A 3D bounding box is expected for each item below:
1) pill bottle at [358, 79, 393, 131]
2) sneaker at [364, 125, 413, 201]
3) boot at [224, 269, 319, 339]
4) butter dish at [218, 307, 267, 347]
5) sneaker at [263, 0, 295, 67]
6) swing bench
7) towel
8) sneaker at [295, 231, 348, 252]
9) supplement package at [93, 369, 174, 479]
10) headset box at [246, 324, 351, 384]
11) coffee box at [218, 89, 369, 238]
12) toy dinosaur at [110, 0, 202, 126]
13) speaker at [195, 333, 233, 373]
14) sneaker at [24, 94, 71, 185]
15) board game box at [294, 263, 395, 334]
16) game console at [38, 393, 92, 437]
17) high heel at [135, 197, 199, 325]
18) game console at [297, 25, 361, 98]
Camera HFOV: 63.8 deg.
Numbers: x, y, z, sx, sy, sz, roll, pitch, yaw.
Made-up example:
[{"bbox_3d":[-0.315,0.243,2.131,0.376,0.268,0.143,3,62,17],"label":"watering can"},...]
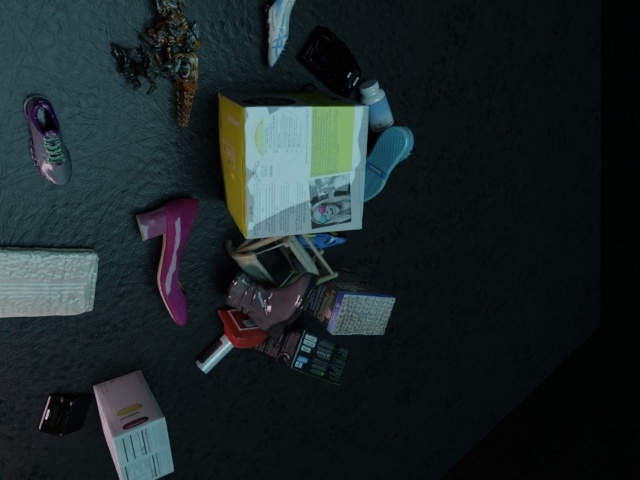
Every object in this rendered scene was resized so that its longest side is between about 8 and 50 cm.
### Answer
[{"bbox_3d":[0.185,-0.455,1.736,0.087,0.087,0.160,-38,127,-17],"label":"pill bottle"},{"bbox_3d":[0.220,-0.271,1.818,0.319,0.127,0.208,-49,175,29],"label":"sneaker"},{"bbox_3d":[-0.163,0.159,1.541,0.222,0.338,0.118,36,41,-4],"label":"boot"},{"bbox_3d":[-0.253,0.303,1.706,0.160,0.160,0.118,0,121,-36],"label":"butter dish"},{"bbox_3d":[-0.126,-0.616,1.465,0.086,0.085,0.237,9,108,-10],"label":"sneaker"},{"bbox_3d":[-0.125,0.062,1.645,0.254,0.165,0.253,-34,127,2],"label":"swing bench"},{"bbox_3d":[-0.735,0.107,1.346,0.282,0.049,0.187,4,105,-35],"label":"towel"},{"bbox_3d":[0.000,0.000,1.813,0.209,0.069,0.082,2,120,-36],"label":"sneaker"},{"bbox_3d":[-0.553,0.551,1.518,0.145,0.262,0.204,-15,117,-30],"label":"supplement package"},{"bbox_3d":[-0.085,0.372,1.774,0.246,0.283,0.131,32,74,-40],"label":"headset box"},{"bbox_3d":[-0.090,-0.230,1.438,0.334,0.337,0.338,-6,113,-19],"label":"coffee box"},{"bbox_3d":[-0.379,-0.460,1.307,0.218,0.164,0.322,-30,103,-41],"label":"toy dinosaur"},{"bbox_3d":[-0.350,0.378,1.724,0.136,0.055,0.055,-44,128,-12],"label":"speaker"},{"bbox_3d":[-0.652,-0.230,1.231,0.083,0.098,0.224,-21,119,-27],"label":"sneaker"},{"bbox_3d":[0.068,0.201,1.793,0.232,0.291,0.141,8,104,-38],"label":"board game box"},{"bbox_3d":[-0.753,0.508,1.521,0.107,0.071,0.122,19,97,-9],"label":"game console"},{"bbox_3d":[-0.397,0.068,1.509,0.181,0.127,0.377,-18,115,-17],"label":"high heel"},{"bbox_3d":[-0.021,-0.466,1.617,0.213,0.044,0.361,33,88,-38],"label":"game console"}]
